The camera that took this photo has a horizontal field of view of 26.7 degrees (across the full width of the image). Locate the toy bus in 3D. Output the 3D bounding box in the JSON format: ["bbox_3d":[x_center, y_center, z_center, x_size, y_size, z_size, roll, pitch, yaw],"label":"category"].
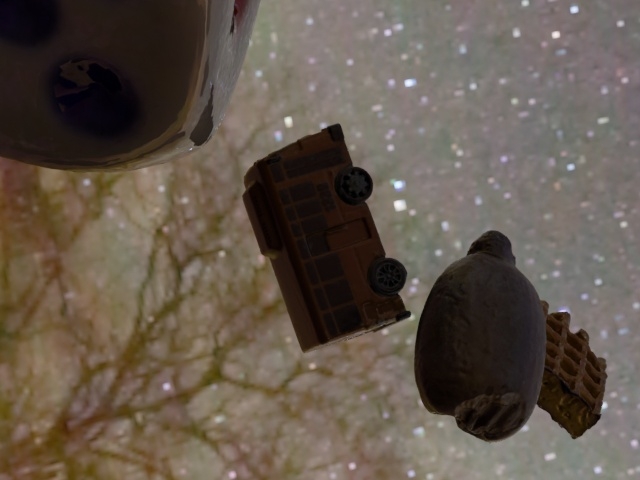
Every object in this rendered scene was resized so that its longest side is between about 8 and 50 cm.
[{"bbox_3d":[0.000,0.000,1.301,0.098,0.114,0.201,142,-71,-72],"label":"toy bus"}]

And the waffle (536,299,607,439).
[{"bbox_3d":[0.294,0.142,1.735,0.160,0.211,0.055,41,-64,-4],"label":"waffle"}]

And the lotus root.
[{"bbox_3d":[0.137,0.075,1.135,0.088,0.113,0.192,-35,-146,50],"label":"lotus root"}]

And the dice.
[{"bbox_3d":[-0.198,-0.255,1.063,0.277,0.304,0.304,-75,178,-46],"label":"dice"}]
